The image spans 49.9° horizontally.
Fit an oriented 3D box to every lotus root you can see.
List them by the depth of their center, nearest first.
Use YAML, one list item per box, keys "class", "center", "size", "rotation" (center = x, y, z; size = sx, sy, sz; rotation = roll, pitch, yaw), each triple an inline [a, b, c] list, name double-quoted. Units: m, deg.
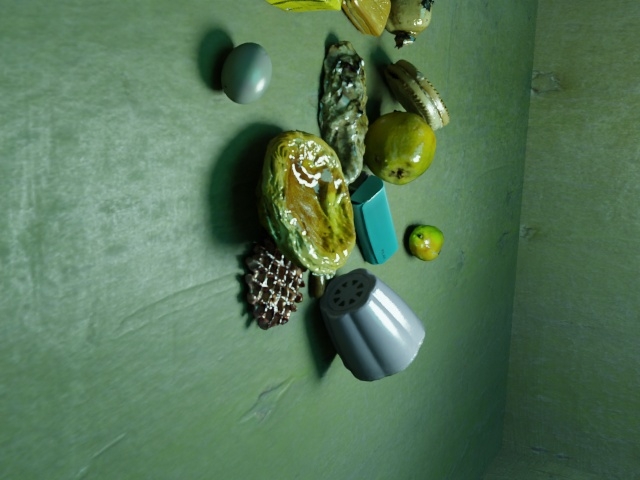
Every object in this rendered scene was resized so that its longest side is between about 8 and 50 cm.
- class: "lotus root"
  center: [-0.009, 0.119, 1.863]
  size: [0.030, 0.037, 0.083]
  rotation: [-17, 113, -52]
- class: "lotus root"
  center: [0.244, -0.679, 1.959]
  size: [0.140, 0.154, 0.257]
  rotation: [-23, 114, -49]

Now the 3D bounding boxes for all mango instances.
- class: "mango"
  center: [0.374, 0.008, 2.411]
  size: [0.125, 0.111, 0.233]
  rotation: [-68, 162, 5]

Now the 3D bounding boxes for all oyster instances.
- class: "oyster"
  center: [0.087, -0.323, 1.845]
  size: [0.204, 0.110, 0.396]
  rotation: [-11, 103, -61]

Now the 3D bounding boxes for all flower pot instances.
- class: "flower pot"
  center: [0.128, 0.225, 1.936]
  size: [0.243, 0.265, 0.265]
  rotation: [55, 51, -36]

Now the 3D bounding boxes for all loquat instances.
- class: "loquat"
  center: [0.227, -0.284, 1.990]
  size: [0.213, 0.213, 0.246]
  rotation: [58, 28, -48]

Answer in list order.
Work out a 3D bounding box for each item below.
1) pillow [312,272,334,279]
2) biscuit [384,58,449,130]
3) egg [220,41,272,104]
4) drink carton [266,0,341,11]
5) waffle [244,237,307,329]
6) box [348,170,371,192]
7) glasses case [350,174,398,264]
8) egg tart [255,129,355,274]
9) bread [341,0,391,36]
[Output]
- class: "pillow"
  center: [0.000, 0.000, 1.772]
  size: [0.134, 0.077, 0.182]
  rotation: [51, 32, -66]
- class: "biscuit"
  center: [0.282, -0.427, 2.029]
  size: [0.079, 0.259, 0.259]
  rotation: [-39, 143, 2]
- class: "egg"
  center: [-0.153, -0.348, 1.430]
  size: [0.103, 0.103, 0.135]
  rotation: [41, 62, -55]
- class: "drink carton"
  center: [-0.019, -0.692, 1.511]
  size: [0.111, 0.154, 0.352]
  rotation: [2, 96, -59]
- class: "waffle"
  center: [-0.108, 0.099, 1.679]
  size: [0.221, 0.055, 0.234]
  rotation: [-37, 124, -50]
- class: "box"
  center: [0.119, -0.165, 1.985]
  size: [0.084, 0.060, 0.063]
  rotation: [23, 86, -59]
- class: "glasses case"
  center: [0.162, -0.049, 2.020]
  size: [0.117, 0.070, 0.301]
  rotation: [-48, 148, -19]
- class: "egg tart"
  center: [-0.046, -0.083, 1.611]
  size: [0.352, 0.150, 0.352]
  rotation: [29, 54, -48]
- class: "bread"
  center: [0.119, -0.634, 1.835]
  size: [0.200, 0.077, 0.116]
  rotation: [29, 71, -60]
